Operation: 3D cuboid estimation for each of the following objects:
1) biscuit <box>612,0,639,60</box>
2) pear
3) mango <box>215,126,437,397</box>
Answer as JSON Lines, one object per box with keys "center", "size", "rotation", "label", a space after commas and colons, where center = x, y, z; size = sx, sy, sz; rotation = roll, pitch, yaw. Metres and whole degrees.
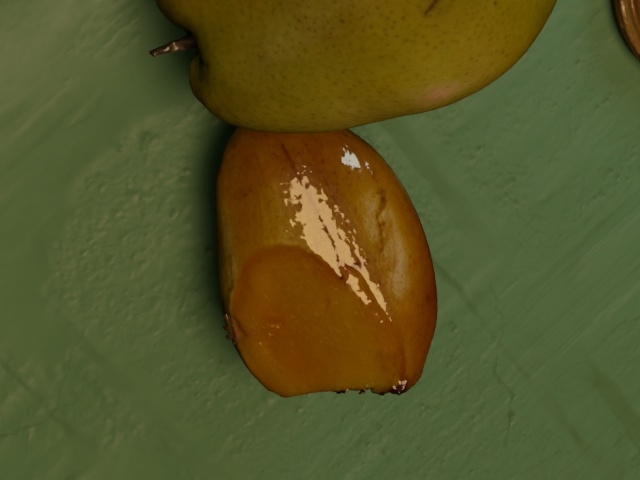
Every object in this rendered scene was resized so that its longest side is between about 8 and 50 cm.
{"center": [0.339, -0.226, 1.590], "size": [0.142, 0.029, 0.221], "rotation": [-37, 120, -8], "label": "biscuit"}
{"center": [0.037, -0.220, 1.311], "size": [0.285, 0.285, 0.336], "rotation": [37, 88, -31], "label": "pear"}
{"center": [0.000, 0.000, 1.462], "size": [0.187, 0.138, 0.257], "rotation": [-9, 110, -1], "label": "mango"}
